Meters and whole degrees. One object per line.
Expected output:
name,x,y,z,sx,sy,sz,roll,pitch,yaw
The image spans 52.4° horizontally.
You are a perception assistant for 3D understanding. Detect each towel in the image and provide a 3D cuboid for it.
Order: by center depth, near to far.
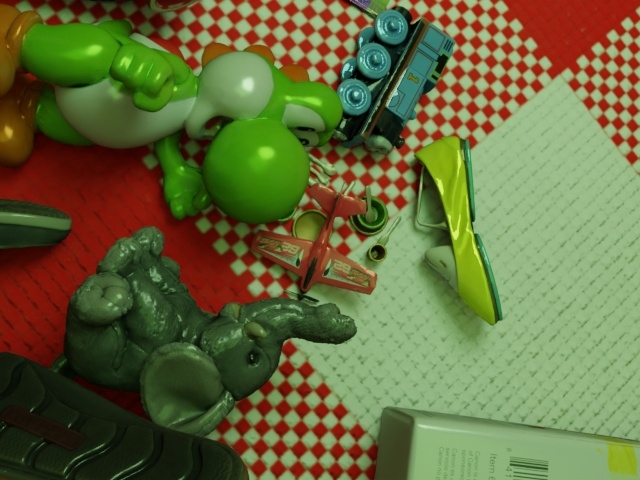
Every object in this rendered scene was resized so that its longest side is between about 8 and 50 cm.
towel,0.050,-0.320,0.812,0.083,0.009,0.060,30,78,-8

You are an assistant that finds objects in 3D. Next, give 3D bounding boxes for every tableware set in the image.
tableware set,0.017,-0.029,0.764,0.154,0.024,0.104,35,78,-7

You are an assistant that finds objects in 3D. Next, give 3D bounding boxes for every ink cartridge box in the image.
ink cartridge box,0.250,0.342,0.681,0.385,0.160,0.279,9,79,-5

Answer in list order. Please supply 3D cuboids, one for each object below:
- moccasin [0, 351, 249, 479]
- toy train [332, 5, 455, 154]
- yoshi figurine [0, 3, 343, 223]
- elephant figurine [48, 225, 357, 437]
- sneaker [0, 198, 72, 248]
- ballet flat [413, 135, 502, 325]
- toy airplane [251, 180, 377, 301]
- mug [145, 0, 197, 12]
moccasin,-0.242,0.204,0.595,0.380,0.139,0.147,13,123,9
toy train,0.078,-0.186,0.769,0.105,0.080,0.184,30,78,-14
yoshi figurine,-0.156,-0.109,0.655,0.362,0.203,0.203,5,107,-10
elephant figurine,-0.121,0.110,0.643,0.239,0.186,0.169,33,53,0
sneaker,-0.368,0.021,0.658,0.222,0.083,0.118,-1,103,-19
ballet flat,0.157,-0.009,0.775,0.077,0.077,0.231,-10,83,8
toy airplane,0.000,0.000,0.737,0.151,0.028,0.151,2,103,7
mug,-0.153,-0.332,0.641,0.150,0.113,0.169,-29,94,-12
